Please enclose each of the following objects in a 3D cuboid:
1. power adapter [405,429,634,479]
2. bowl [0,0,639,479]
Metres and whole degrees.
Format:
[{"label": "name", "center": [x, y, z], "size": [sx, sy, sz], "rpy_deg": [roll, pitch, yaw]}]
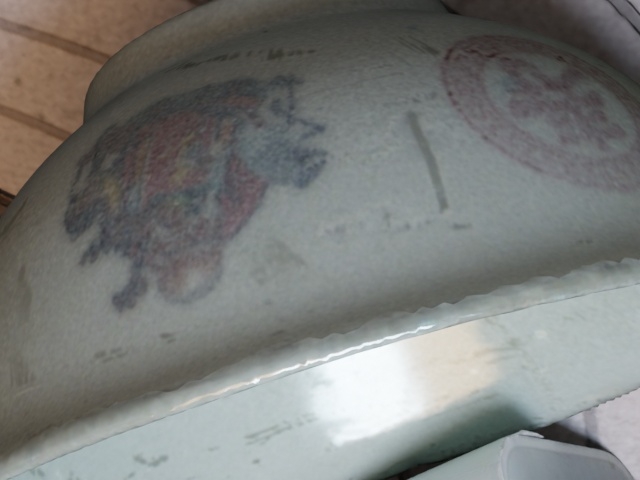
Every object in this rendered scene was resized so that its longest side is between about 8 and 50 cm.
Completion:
[{"label": "power adapter", "center": [0.059, 0.220, 0.968], "size": [0.255, 0.124, 0.187], "rpy_deg": [-29, 153, 26]}, {"label": "bowl", "center": [0.000, 0.000, 0.769], "size": [0.435, 0.196, 0.435], "rpy_deg": [-15, 165, -4]}]
